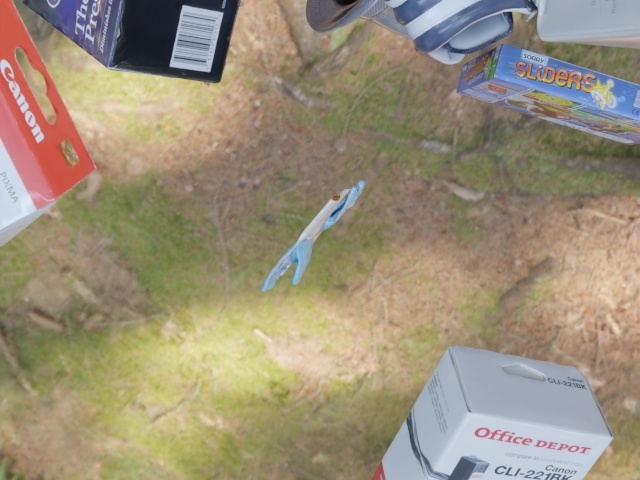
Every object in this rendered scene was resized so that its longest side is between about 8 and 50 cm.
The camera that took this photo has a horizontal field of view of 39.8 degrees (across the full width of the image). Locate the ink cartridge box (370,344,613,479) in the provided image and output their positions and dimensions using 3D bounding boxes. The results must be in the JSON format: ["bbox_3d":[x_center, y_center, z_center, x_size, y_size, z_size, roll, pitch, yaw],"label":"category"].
[{"bbox_3d":[0.201,0.278,1.102,0.196,0.114,0.273,12,123,-16],"label":"ink cartridge box"}]

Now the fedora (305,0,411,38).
[{"bbox_3d":[0.112,-0.332,1.017,0.124,0.244,0.275,26,101,-25],"label":"fedora"}]

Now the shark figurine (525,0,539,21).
[{"bbox_3d":[0.337,-0.522,1.588,0.116,0.166,0.278,-23,156,24],"label":"shark figurine"}]

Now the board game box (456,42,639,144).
[{"bbox_3d":[0.250,-0.142,0.884,0.201,0.035,0.136,15,-179,-7],"label":"board game box"}]

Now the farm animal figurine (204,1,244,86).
[{"bbox_3d":[-0.222,-0.369,1.473,0.172,0.331,0.326,9,159,-26],"label":"farm animal figurine"}]

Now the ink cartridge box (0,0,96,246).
[{"bbox_3d":[-0.318,-0.100,0.812,0.232,0.066,0.189,-24,93,50],"label":"ink cartridge box"}]

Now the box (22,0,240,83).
[{"bbox_3d":[-0.128,-0.275,0.665,0.184,0.103,0.261,39,120,46],"label":"box"}]

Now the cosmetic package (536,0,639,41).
[{"bbox_3d":[0.569,-0.446,1.265,0.327,0.393,0.330,13,104,58],"label":"cosmetic package"}]

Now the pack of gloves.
[{"bbox_3d":[0.000,0.000,1.499,0.046,0.195,0.232,43,117,6],"label":"pack of gloves"}]

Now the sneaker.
[{"bbox_3d":[0.129,-0.246,0.720,0.153,0.282,0.099,54,140,-6],"label":"sneaker"}]
